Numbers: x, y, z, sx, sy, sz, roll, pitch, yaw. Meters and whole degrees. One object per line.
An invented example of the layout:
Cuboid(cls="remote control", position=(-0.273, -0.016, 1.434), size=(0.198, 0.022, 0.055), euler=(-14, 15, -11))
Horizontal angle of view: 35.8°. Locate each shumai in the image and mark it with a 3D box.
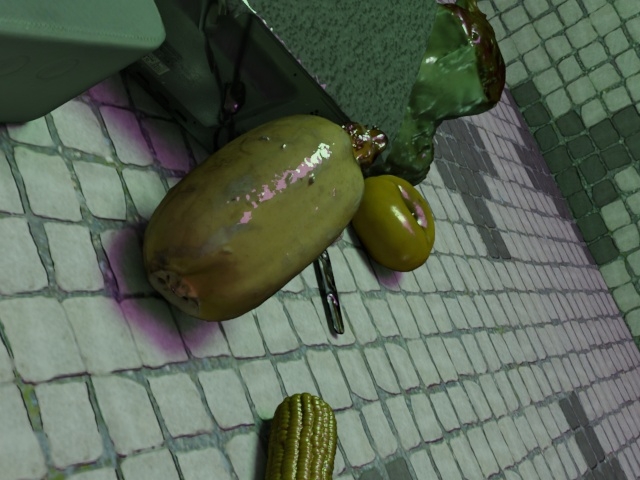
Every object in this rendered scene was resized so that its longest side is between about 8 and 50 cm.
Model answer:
Cuboid(cls="shumai", position=(0.153, -0.302, 1.748), size=(0.397, 0.323, 0.324), euler=(47, 29, -30))

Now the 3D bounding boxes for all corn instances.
Cuboid(cls="corn", position=(-0.022, 0.263, 1.064), size=(0.080, 0.080, 0.231), euler=(47, 27, -29))

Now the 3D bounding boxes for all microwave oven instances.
Cuboid(cls="microwave oven", position=(-0.090, -0.313, 1.276), size=(0.432, 0.236, 0.374), euler=(44, 50, -32))

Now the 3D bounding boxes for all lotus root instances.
Cuboid(cls="lotus root", position=(-0.055, -0.044, 1.119), size=(0.342, 0.151, 0.169), euler=(-41, 124, -31))

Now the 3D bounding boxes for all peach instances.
Cuboid(cls="peach", position=(0.122, -0.030, 1.650), size=(0.179, 0.103, 0.179), euler=(43, 27, -29))

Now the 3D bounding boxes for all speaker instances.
Cuboid(cls="speaker", position=(-0.329, -0.205, 0.844), size=(0.183, 0.184, 0.406), euler=(63, 24, 5))

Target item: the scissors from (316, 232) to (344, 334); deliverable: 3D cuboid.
Cuboid(cls="scissors", position=(0.000, 0.000, 1.468), size=(0.160, 0.024, 0.317), euler=(32, 37, -48))
